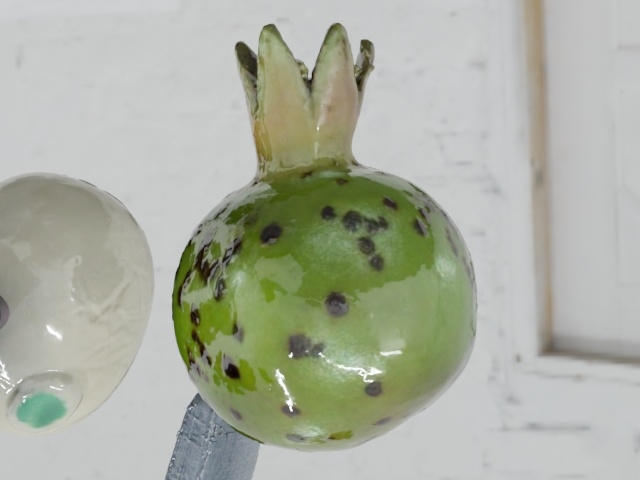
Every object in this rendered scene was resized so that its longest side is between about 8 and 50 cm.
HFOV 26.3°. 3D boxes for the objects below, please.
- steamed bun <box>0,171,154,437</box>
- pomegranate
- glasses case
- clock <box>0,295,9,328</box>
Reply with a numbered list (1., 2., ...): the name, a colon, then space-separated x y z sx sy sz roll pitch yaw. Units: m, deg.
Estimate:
1. steamed bun: -0.237 0.061 1.119 0.177 0.228 0.131 25 -158 8
2. pomegranate: -0.005 0.009 0.986 0.231 0.286 0.231 -11 162 -4
3. glasses case: -0.127 0.281 1.512 0.067 0.282 0.109 23 -168 33
4. clock: -0.326 0.025 0.922 0.150 0.197 0.063 -42 -179 -4
